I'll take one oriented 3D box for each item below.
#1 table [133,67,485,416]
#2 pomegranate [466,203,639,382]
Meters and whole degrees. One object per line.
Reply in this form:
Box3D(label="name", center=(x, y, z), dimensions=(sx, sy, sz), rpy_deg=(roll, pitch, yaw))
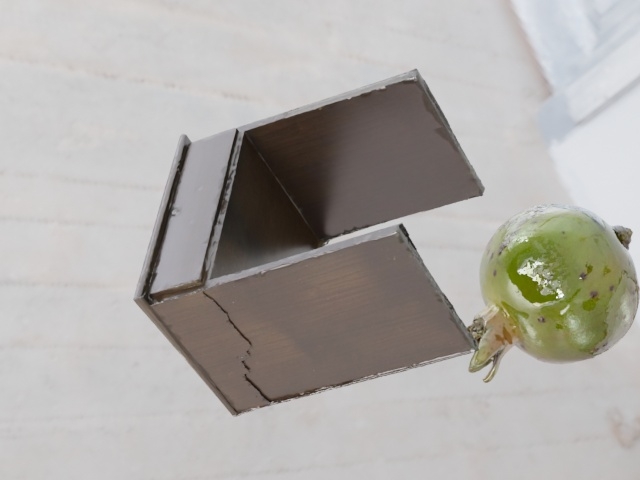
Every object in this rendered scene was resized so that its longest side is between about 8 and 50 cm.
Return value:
Box3D(label="table", center=(0.000, 0.000, 1.441), dimensions=(0.196, 0.282, 0.250), rpy_deg=(56, 29, -35))
Box3D(label="pomegranate", center=(0.271, 0.070, 1.669), dimensions=(0.198, 0.198, 0.246), rpy_deg=(44, 52, -10))
